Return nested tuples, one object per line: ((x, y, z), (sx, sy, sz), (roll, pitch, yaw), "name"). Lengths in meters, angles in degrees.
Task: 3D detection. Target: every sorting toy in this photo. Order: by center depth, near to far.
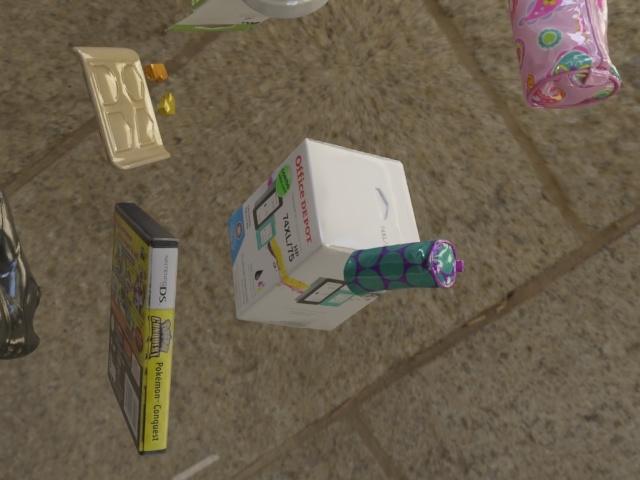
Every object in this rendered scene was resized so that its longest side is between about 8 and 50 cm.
((-0.359, -0.257, 1.530), (0.041, 0.307, 0.229), (-15, 98, 17), "sorting toy")

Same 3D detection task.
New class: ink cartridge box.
((0.000, 0.000, 1.317), (0.197, 0.198, 0.270), (11, 146, -32), "ink cartridge box")
((-0.158, -0.456, 1.443), (0.189, 0.255, 0.097), (-11, 93, -34), "ink cartridge box")

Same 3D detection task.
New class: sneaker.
((-0.498, 0.051, 1.234), (0.109, 0.130, 0.286), (-13, 75, 22), "sneaker")

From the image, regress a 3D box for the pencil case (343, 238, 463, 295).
((0.106, 0.036, 1.056), (0.152, 0.070, 0.064), (-8, 71, 42), "pencil case")

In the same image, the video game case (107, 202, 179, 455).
((-0.227, 0.094, 0.996), (0.035, 0.275, 0.248), (1, 100, -23), "video game case")

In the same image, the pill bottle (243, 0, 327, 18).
((-0.023, -0.235, 0.521), (0.118, 0.208, 0.117), (1, 77, -3), "pill bottle")

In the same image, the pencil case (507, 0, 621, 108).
((0.301, -0.309, 1.011), (0.124, 0.124, 0.284), (-2, 75, 3), "pencil case")
